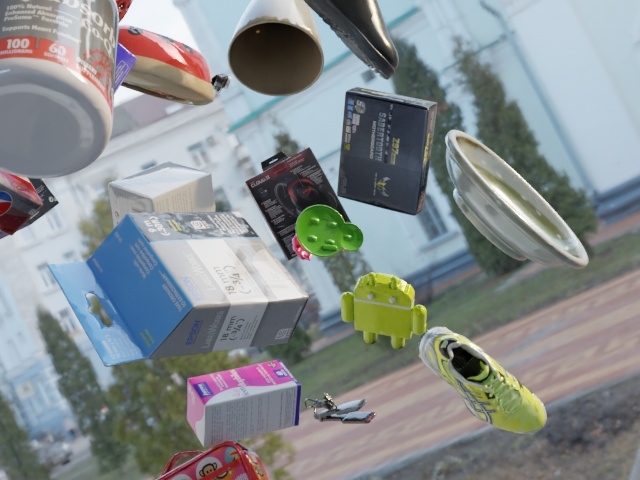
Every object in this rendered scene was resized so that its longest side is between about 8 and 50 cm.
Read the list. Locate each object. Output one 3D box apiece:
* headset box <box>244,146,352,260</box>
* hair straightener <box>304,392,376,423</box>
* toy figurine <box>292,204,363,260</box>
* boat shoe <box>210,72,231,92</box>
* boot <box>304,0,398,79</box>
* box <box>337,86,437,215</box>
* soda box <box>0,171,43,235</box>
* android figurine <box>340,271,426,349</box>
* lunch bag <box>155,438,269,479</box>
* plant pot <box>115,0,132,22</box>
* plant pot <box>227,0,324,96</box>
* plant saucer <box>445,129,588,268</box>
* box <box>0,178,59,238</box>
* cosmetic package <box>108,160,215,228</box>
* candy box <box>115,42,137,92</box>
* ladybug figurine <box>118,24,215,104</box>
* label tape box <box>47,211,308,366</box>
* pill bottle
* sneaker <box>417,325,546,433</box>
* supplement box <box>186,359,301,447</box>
[{"bbox_3d":[-0.072,-0.118,2.662,0.218,0.293,0.110,-30,1,-5],"label":"headset box"},{"bbox_3d":[0.034,0.391,2.177,0.047,0.089,0.230,-40,16,-32],"label":"hair straightener"},{"bbox_3d":[0.000,0.000,2.260,0.173,0.130,0.159,11,-18,-16],"label":"toy figurine"},{"bbox_3d":[-0.256,-0.399,2.298,0.038,0.046,0.125,20,2,-18],"label":"boat shoe"},{"bbox_3d":[0.196,-0.664,2.205,0.445,0.367,0.146,-42,-8,3],"label":"boot"},{"bbox_3d":[0.133,-0.183,1.868,0.183,0.232,0.059,16,27,22],"label":"box"},{"bbox_3d":[-0.625,-0.105,1.617,0.092,0.083,0.263,-42,-33,8],"label":"soda box"},{"bbox_3d":[0.178,0.195,2.575,0.248,0.272,0.056,11,43,14],"label":"android figurine"},{"bbox_3d":[-0.237,0.546,1.860,0.293,0.258,0.120,-31,-27,7],"label":"lunch bag"},{"bbox_3d":[-0.531,-0.560,2.095,0.174,0.191,0.191,-66,-14,13],"label":"plant pot"},{"bbox_3d":[-0.115,-0.582,2.503,0.257,0.274,0.256,1,-39,1],"label":"plant pot"},{"bbox_3d":[0.391,-0.065,1.940,0.100,0.400,0.400,-47,-10,20],"label":"plant saucer"},{"bbox_3d":[-0.720,-0.095,1.969,0.261,0.184,0.103,-20,19,37],"label":"box"},{"bbox_3d":[-0.353,-0.072,2.063,0.151,0.151,0.184,18,31,36],"label":"cosmetic package"},{"bbox_3d":[-0.581,-0.369,1.867,0.122,0.317,0.268,-1,54,51],"label":"candy box"},{"bbox_3d":[-0.486,-0.512,2.660,0.305,0.161,0.449,15,2,36],"label":"ladybug figurine"},{"bbox_3d":[-0.221,0.064,1.444,0.334,0.240,0.105,-3,-51,-41],"label":"label tape box"},{"bbox_3d":[-0.401,-0.284,1.324,0.210,0.362,0.210,-5,-39,-4],"label":"pill bottle"},{"bbox_3d":[0.409,0.364,2.270,0.145,0.385,0.147,-55,10,-5],"label":"sneaker"},{"bbox_3d":[-0.164,0.346,1.951,0.220,0.113,0.111,-10,29,-26],"label":"supplement box"}]
